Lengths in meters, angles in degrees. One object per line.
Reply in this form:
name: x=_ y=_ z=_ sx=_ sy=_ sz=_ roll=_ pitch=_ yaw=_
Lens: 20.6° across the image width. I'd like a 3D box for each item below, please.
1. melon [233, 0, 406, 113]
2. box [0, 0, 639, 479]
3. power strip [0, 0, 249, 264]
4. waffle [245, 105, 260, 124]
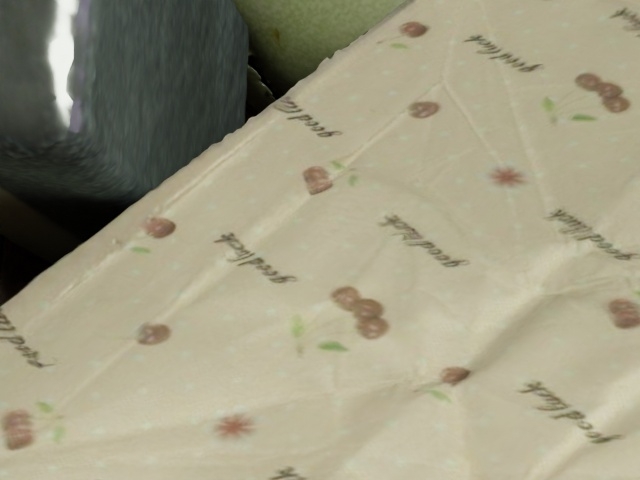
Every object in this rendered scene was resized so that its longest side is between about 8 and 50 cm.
melon: x=0.070 y=-0.175 z=0.720 sx=0.268 sy=0.330 sz=0.268 roll=50 pitch=-1 yaw=2
box: x=0.047 y=0.086 z=0.476 sx=0.297 sy=0.225 sz=0.190 roll=-42 pitch=140 yaw=-34
power strip: x=-0.072 y=-0.053 z=0.533 sx=0.256 sy=0.070 sz=0.105 roll=62 pitch=29 yaw=-79
waffle: x=0.003 y=0.004 z=0.955 sx=0.191 sy=0.038 sz=0.191 roll=42 pitch=-37 yaw=43
